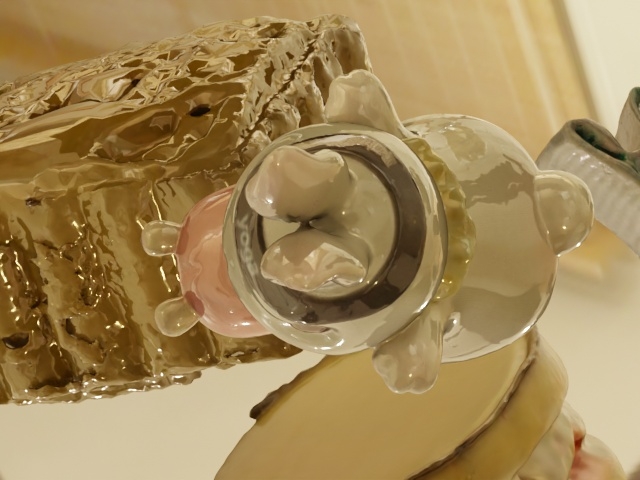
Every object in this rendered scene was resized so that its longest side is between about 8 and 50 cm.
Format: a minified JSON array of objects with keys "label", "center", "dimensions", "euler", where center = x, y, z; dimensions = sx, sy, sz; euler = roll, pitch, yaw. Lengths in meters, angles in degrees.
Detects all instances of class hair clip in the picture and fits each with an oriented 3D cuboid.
[{"label":"hair clip","center":[0.183,0.029,0.838],"dimensions":[0.071,0.159,0.218],"euler":[-29,-106,-14]}]

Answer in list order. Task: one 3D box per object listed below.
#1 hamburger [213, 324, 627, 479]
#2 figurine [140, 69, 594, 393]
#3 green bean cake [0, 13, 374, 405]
[{"label":"hamburger","center":[0.058,0.187,1.225],"dimensions":[0.303,0.186,0.261],"euler":[-11,-154,43]},{"label":"figurine","center":[0.002,0.010,0.481],"dimensions":[0.098,0.081,0.146],"euler":[-39,162,30]},{"label":"green bean cake","center":[-0.090,-0.022,0.903],"dimensions":[0.224,0.131,0.229],"euler":[-9,-157,19]}]
